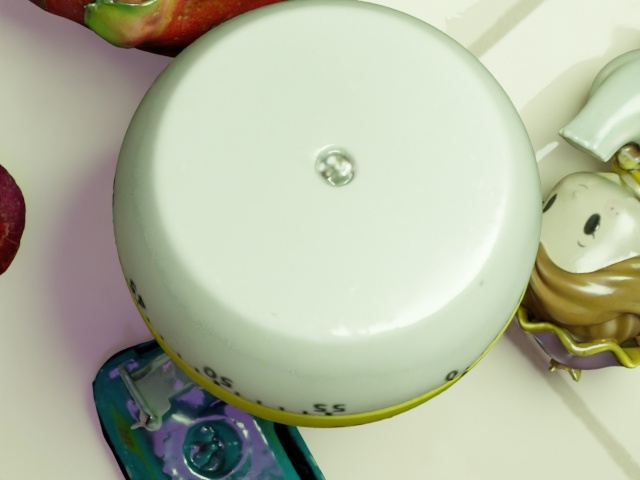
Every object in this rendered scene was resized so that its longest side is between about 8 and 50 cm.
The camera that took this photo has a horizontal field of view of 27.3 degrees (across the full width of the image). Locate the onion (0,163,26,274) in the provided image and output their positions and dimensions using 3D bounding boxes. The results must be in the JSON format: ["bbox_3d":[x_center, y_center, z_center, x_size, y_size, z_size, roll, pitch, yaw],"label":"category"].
[{"bbox_3d":[-0.253,-0.013,0.899,0.107,0.097,0.107,-10,109,-30],"label":"onion"}]

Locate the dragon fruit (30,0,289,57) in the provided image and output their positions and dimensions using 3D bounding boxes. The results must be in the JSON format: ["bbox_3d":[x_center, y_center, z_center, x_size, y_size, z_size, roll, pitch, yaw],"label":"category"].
[{"bbox_3d":[-0.074,-0.219,0.842,0.269,0.198,0.200,-24,143,-1],"label":"dragon fruit"}]

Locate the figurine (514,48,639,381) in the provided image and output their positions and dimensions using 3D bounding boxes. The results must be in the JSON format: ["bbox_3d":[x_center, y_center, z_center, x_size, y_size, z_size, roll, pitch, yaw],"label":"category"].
[{"bbox_3d":[0.222,-0.024,0.935,0.189,0.142,0.263,27,95,-33],"label":"figurine"}]

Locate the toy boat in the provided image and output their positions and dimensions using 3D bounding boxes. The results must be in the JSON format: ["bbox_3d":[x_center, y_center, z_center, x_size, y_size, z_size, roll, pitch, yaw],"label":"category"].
[{"bbox_3d":[-0.055,0.204,0.958,0.134,0.092,0.299,-29,100,-6],"label":"toy boat"}]

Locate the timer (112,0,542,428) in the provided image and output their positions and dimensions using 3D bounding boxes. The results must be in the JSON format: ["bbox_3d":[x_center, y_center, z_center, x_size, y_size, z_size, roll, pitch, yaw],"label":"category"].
[{"bbox_3d":[0.000,0.000,0.861,0.285,0.285,0.285,-1,98,-7],"label":"timer"}]
